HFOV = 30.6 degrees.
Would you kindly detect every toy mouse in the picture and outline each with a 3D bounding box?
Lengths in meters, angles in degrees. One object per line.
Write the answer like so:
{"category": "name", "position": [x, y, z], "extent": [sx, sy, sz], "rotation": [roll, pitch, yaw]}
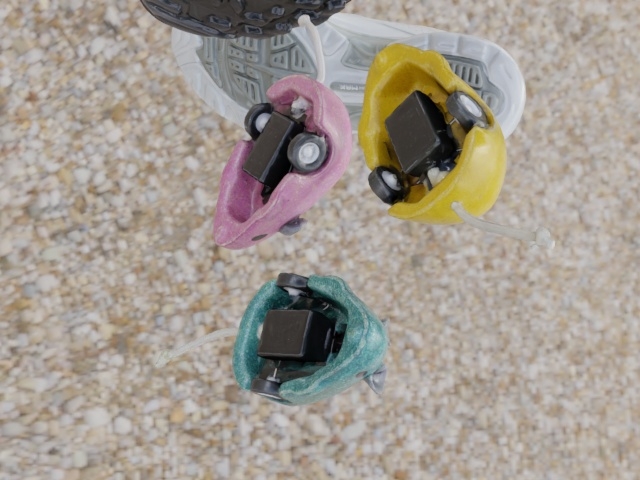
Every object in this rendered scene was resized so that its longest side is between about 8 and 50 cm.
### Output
{"category": "toy mouse", "position": [0.000, 0.000, 0.367], "extent": [0.031, 0.143, 0.161], "rotation": [23, 30, -36]}

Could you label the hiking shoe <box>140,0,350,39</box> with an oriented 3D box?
{"category": "hiking shoe", "position": [0.007, -0.181, 0.520], "extent": [0.086, 0.227, 0.114], "rotation": [36, 30, -42]}

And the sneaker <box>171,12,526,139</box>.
{"category": "sneaker", "position": [0.019, -0.107, 0.757], "extent": [0.115, 0.232, 0.090], "rotation": [-35, 140, -72]}
